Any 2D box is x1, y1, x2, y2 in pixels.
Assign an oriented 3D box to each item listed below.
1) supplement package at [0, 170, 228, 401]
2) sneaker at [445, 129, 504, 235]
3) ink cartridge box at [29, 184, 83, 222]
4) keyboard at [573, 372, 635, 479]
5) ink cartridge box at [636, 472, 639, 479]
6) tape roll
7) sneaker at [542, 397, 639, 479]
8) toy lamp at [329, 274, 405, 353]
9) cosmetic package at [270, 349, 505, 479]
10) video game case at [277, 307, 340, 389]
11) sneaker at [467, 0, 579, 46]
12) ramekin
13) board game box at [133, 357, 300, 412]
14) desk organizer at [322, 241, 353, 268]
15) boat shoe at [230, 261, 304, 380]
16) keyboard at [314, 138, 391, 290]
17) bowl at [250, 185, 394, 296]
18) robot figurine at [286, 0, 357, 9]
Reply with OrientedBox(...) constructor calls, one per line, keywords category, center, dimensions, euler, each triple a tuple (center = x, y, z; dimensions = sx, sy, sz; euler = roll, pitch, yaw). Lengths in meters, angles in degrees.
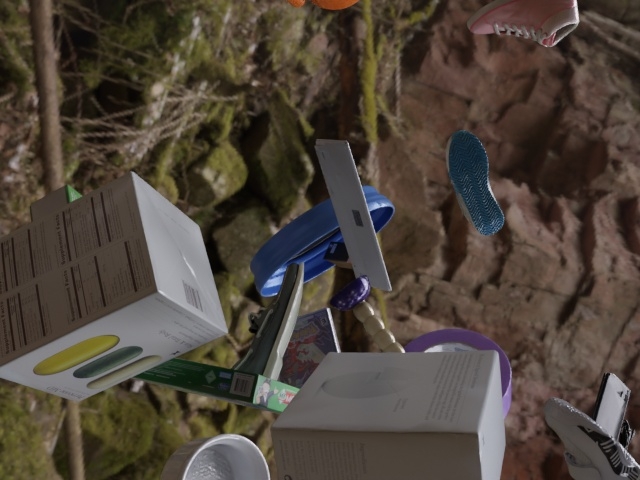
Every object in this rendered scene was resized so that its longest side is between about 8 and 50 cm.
OrientedBox(category="supplement package", center=(-0.310, 0.075, 1.077), dimensions=(0.199, 0.263, 0.198), euler=(48, 19, -59))
OrientedBox(category="sneaker", center=(0.310, -0.123, 1.579), dimensions=(0.092, 0.088, 0.228), euler=(-120, -171, -70))
OrientedBox(category="ink cartridge box", center=(-0.554, 0.029, 1.815), dimensions=(0.117, 0.278, 0.201), euler=(-28, -125, 9))
OrientedBox(category="keyboard", center=(0.628, 0.464, 1.671), dimensions=(0.033, 0.201, 0.317), euler=(0, -122, 49))
OrientedBox(category="ink cartridge box", center=(0.544, 0.358, 1.028), dimensions=(0.189, 0.066, 0.232), euler=(-67, -160, 6))
OrientedBox(category="tape roll", center=(0.311, 0.339, 1.787), dimensions=(0.274, 0.275, 0.090), euler=(-89, 169, -50))
OrientedBox(category="sneaker", center=(0.535, 0.496, 1.497), dimensions=(0.210, 0.366, 0.137), euler=(-45, -179, 1))
OrientedBox(category="toy lamp", center=(0.120, 0.181, 1.108), dimensions=(0.080, 0.274, 0.080), euler=(-34, 167, -9))
OrientedBox(category="cosmetic package", center=(0.092, 0.231, 0.881), dimensions=(0.224, 0.225, 0.138), euler=(-38, 121, -67))
OrientedBox(category="video game case", center=(-0.046, 0.284, 1.896), dimensions=(0.201, 0.023, 0.183), euler=(-21, -107, 22))
OrientedBox(category="sneaker", center=(0.253, -0.267, 0.934), dimensions=(0.051, 0.134, 0.070), euler=(10, 66, -70))
OrientedBox(category="ramekin", center=(-0.276, 0.633, 1.926), dimensions=(0.135, 0.277, 0.277), euler=(-12, -121, 48))
OrientedBox(category="board game box", center=(-0.179, 0.233, 1.231), dimensions=(0.317, 0.213, 0.046), euler=(5, -106, 30))
OrientedBox(category="desk organizer", center=(0.060, 0.035, 1.700), dimensions=(0.047, 0.050, 0.130), euler=(-66, -158, -8))
OrientedBox(category="boat shoe", center=(-0.109, 0.175, 1.543), dimensions=(0.116, 0.099, 0.319), euler=(89, 17, -62))
OrientedBox(category="keyboard", center=(0.052, -0.036, 1.157), dimensions=(0.072, 0.256, 0.014), euler=(7, -146, 45))
OrientedBox(category="bowl", center=(0.000, 0.000, 1.846), dimensions=(0.077, 0.391, 0.391), euler=(57, -33, 13))
OrientedBox(category="robot figurine", center=(0.011, -0.437, 1.154), dimensions=(0.219, 0.158, 0.128), euler=(9, 75, -76))
